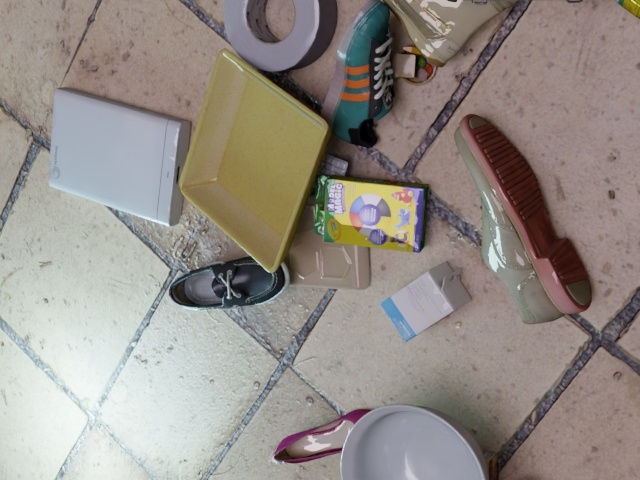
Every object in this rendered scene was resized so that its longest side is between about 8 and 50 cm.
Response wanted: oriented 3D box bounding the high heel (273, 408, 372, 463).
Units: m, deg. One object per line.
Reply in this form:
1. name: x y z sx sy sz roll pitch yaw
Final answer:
1. high heel: 0.021 0.406 2.103 0.244 0.117 0.082 -13 94 32

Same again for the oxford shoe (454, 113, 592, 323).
1. oxford shoe: 0.321 -0.030 1.817 0.146 0.140 0.396 -30 84 39

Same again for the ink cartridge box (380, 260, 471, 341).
1. ink cartridge box: 0.206 0.110 1.940 0.143 0.092 0.090 -37 82 32

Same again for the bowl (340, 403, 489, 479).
1. bowl: 0.197 0.433 1.936 0.298 0.134 0.297 6 102 29

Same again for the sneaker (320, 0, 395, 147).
1. sneaker: 0.093 -0.299 1.884 0.121 0.108 0.302 31 138 14

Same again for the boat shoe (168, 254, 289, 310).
1. boat shoe: -0.194 0.095 2.143 0.303 0.091 0.114 -17 90 42

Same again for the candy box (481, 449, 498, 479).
1. candy box: 0.254 0.461 2.019 0.187 0.053 0.109 4 103 31

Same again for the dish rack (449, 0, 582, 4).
1. dish rack: 0.327 -0.477 1.664 0.272 0.074 0.208 4 69 15

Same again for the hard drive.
1. hard drive: -0.452 -0.189 2.282 0.353 0.047 0.233 18 110 26

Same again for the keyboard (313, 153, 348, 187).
1. keyboard: -0.056 -0.163 2.061 0.256 0.014 0.072 24 113 30

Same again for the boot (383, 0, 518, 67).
1. boot: 0.208 -0.465 1.804 0.203 0.095 0.262 -38 76 28

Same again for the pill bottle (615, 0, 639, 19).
1. pill bottle: 0.571 -0.366 1.600 0.208 0.118 0.117 42 119 16

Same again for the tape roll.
1. tape roll: -0.079 -0.438 1.990 0.219 0.072 0.219 8 106 29

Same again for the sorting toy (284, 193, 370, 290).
1. sorting toy: 0.000 0.000 2.072 0.208 0.038 0.192 2 102 25

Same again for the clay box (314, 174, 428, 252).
1. clay box: 0.090 -0.053 1.967 0.222 0.053 0.127 6 105 15

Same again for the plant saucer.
1. plant saucer: -0.118 -0.161 2.028 0.333 0.081 0.332 40 122 33

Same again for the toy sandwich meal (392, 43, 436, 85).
1. toy sandwich meal: 0.172 -0.324 1.894 0.086 0.029 0.085 7 105 29
